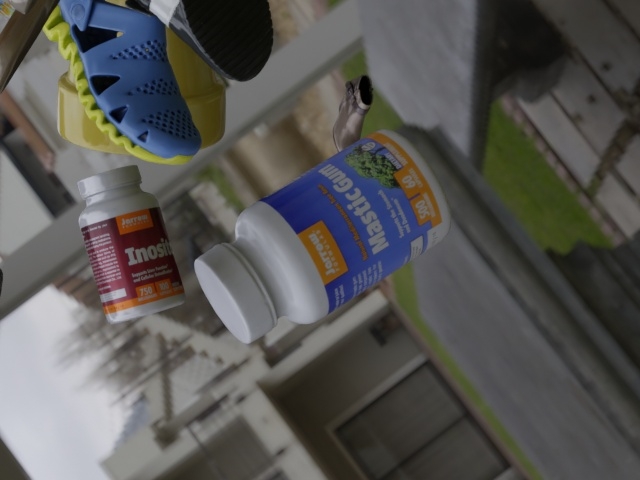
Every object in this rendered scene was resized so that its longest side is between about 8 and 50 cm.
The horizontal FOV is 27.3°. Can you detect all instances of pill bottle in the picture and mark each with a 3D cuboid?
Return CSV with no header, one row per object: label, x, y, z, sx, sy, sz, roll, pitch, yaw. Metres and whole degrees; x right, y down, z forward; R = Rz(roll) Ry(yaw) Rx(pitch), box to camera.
pill bottle,0.000,0.000,1.493,0.152,0.272,0.152,49,160,25
pill bottle,-0.199,0.003,1.358,0.086,0.086,0.152,173,80,-87

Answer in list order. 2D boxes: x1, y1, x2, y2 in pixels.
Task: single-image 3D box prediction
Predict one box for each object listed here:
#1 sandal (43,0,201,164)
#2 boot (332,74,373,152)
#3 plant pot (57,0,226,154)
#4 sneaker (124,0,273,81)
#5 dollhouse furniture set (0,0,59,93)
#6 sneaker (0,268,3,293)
sandal,-0.240,-0.234,1.630,0.317,0.138,0.126,56,-152,14
boot,0.052,-0.182,1.934,0.087,0.042,0.118,136,133,-59
plant pot,-0.266,-0.275,1.963,0.254,0.254,0.239,-132,42,-60
sneaker,-0.182,-0.324,1.530,0.146,0.122,0.330,-4,126,56
dollhouse furniture set,-0.339,-0.263,0.843,0.362,0.256,0.394,30,151,-10
sneaker,-0.451,0.130,1.375,0.162,0.281,0.106,24,-174,-11
